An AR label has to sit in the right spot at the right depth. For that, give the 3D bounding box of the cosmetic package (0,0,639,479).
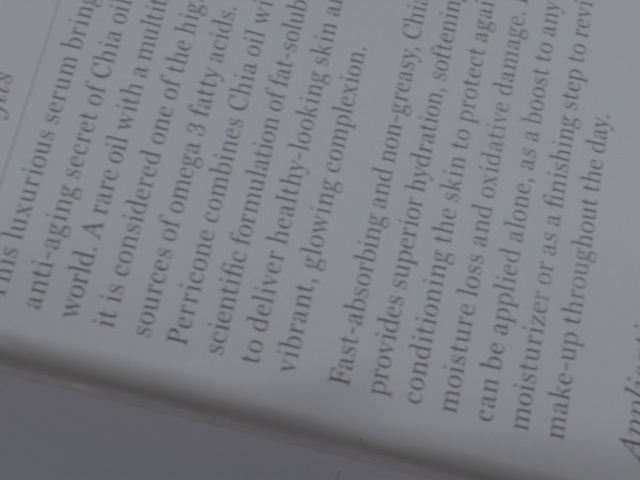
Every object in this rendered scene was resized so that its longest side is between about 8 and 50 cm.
[{"bbox_3d":[0.000,0.000,0.694,0.453,0.161,0.230,15,61,-3],"label":"cosmetic package"}]
